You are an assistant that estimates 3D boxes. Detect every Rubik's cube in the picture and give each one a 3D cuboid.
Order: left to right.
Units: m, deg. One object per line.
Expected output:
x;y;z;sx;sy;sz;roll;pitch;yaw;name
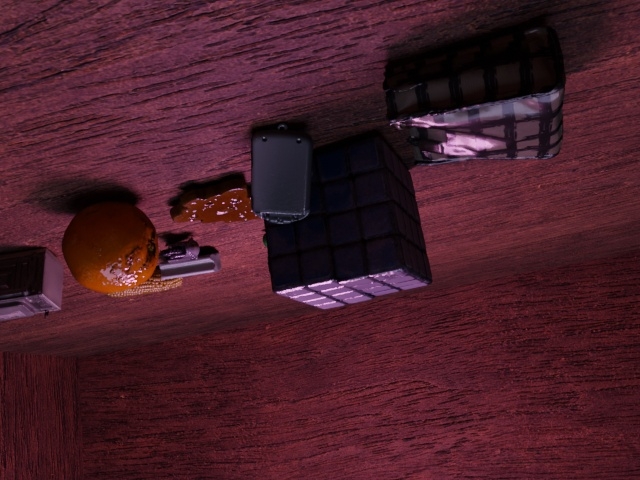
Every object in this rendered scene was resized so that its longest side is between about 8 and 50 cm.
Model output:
0.071;-0.028;1.593;0.337;0.344;0.344;-13;165;19;Rubik's cube

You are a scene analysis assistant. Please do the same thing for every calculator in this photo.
-0.088;-0.148;1.392;0.141;0.045;0.246;2;120;-1;calculator

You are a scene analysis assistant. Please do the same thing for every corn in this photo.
-0.672;0.157;2.293;0.310;0.101;0.101;-4;164;-11;corn

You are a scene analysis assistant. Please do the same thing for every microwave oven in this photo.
-0.948;0.143;1.907;0.240;0.194;0.145;-8;149;0;microwave oven

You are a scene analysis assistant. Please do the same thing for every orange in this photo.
-0.548;0.016;1.608;0.246;0.246;0.246;-8;164;-2;orange

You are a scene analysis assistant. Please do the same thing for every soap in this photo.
-0.460;0.090;2.184;0.198;0.067;0.119;-9;-176;0;soap

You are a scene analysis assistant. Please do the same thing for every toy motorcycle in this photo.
-0.452;0.033;2.031;0.122;0.080;0.215;-10;175;-2;toy motorcycle

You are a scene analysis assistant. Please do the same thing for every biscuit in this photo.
-0.265;-0.099;1.713;0.278;0.043;0.301;-20;163;27;biscuit

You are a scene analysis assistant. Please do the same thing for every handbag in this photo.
0.319;-0.264;1.245;0.327;0.163;0.325;-8;163;18;handbag

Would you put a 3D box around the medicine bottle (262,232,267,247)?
-0.054;-0.031;2.006;0.309;0.076;0.111;-16;-179;28;medicine bottle
